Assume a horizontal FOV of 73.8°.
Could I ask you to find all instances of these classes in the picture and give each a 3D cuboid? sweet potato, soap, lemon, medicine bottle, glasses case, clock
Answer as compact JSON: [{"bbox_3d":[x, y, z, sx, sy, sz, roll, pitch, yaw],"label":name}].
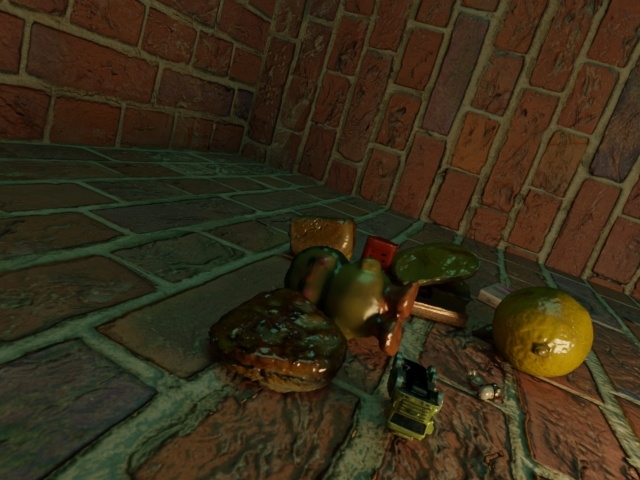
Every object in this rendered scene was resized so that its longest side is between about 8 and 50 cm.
[{"bbox_3d":[0.590,0.298,1.312,0.250,0.059,0.069,20,35,-2],"label":"sweet potato"},{"bbox_3d":[0.399,0.075,1.583,0.306,0.115,0.427,-17,4,2],"label":"soap"},{"bbox_3d":[0.596,0.243,1.157,0.268,0.267,0.267,16,16,-5],"label":"lemon"},{"bbox_3d":[0.735,0.237,1.685,0.171,0.052,0.201,30,22,37],"label":"medicine bottle"},{"bbox_3d":[0.344,0.217,1.337,0.218,0.049,0.075,16,9,-7],"label":"glasses case"},{"bbox_3d":[0.202,0.064,1.525,0.113,0.155,0.061,19,25,6],"label":"clock"},{"bbox_3d":[0.458,0.188,1.513,0.135,0.076,0.233,20,17,15],"label":"soap"}]

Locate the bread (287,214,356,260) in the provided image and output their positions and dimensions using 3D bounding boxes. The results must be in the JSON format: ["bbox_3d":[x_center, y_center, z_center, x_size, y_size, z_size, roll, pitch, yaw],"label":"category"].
[{"bbox_3d":[0.000,0.000,1.500,0.247,0.176,0.195,5,3,12],"label":"bread"}]

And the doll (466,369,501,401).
[{"bbox_3d":[0.377,0.337,0.985,0.058,0.040,0.085,5,17,-6],"label":"doll"}]

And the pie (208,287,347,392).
[{"bbox_3d":[-0.079,0.202,0.873,0.309,0.085,0.308,13,20,-5],"label":"pie"}]

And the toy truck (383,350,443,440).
[{"bbox_3d":[0.159,0.289,0.778,0.085,0.116,0.191,19,7,8],"label":"toy truck"}]

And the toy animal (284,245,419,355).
[{"bbox_3d":[0.069,0.138,1.077,0.338,0.216,0.191,21,-12,25],"label":"toy animal"}]
